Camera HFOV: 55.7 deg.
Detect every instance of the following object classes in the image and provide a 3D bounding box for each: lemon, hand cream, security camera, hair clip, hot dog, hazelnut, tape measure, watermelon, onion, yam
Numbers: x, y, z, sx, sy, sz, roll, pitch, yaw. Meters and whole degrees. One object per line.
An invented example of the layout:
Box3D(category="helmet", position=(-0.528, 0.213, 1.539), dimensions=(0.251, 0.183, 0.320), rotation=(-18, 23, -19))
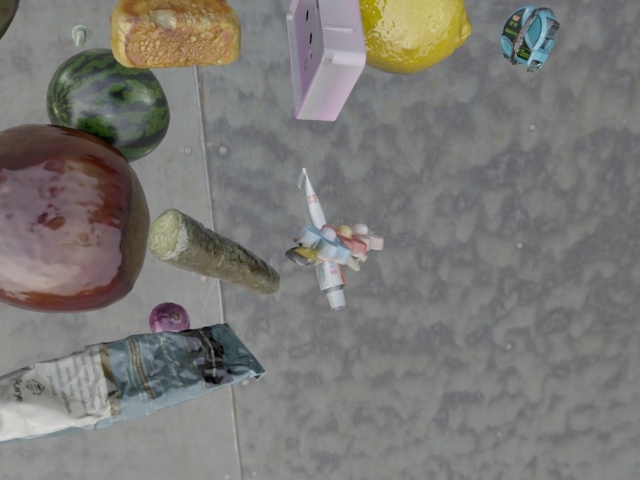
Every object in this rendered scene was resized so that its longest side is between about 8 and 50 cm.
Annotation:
Box3D(category="lemon", position=(0.129, -0.379, 1.004), dimensions=(0.260, 0.204, 0.204), rotation=(13, 110, -11))
Box3D(category="hand cream", position=(-0.002, 0.001, 0.906), dimensions=(0.038, 0.216, 0.052), rotation=(-1, 160, -43))
Box3D(category="security camera", position=(-0.651, -0.553, 1.654), dimensions=(0.058, 0.092, 0.058), rotation=(-9, 125, -13))
Box3D(category="hair clip", position=(0.023, 0.004, 0.639), dimensions=(0.062, 0.214, 0.056), rotation=(26, 94, 19))
Box3D(category="hot dog", position=(-0.296, -0.432, 1.219), dimensions=(0.256, 0.153, 0.150), rotation=(-10, 140, -23))
Box3D(category="hazelnut", position=(-0.555, -0.048, 1.256), dimensions=(0.352, 0.421, 0.421), rotation=(-23, 122, 40))
Box3D(category="tape measure", position=(0.491, -0.487, 1.441), dimensions=(0.081, 0.125, 0.146), rotation=(1, 125, -35))
Box3D(category="hand cream", position=(-0.174, 0.124, 0.534), dimensions=(0.247, 0.075, 0.052), rotation=(-7, 149, -38))
Box3D(category="watermelon", position=(-0.529, -0.329, 1.512), dimensions=(0.285, 0.285, 0.285), rotation=(-4, 113, -9))
Box3D(category="onion", position=(-0.413, 0.224, 1.653), dimensions=(0.115, 0.115, 0.104), rotation=(20, 147, -18))
Box3D(category="yam", position=(-0.119, 0.024, 0.753), dimensions=(0.061, 0.061, 0.274), rotation=(-39, 157, 7))

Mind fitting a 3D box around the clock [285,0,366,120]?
Box3D(category="clock", position=(0.003, -0.289, 0.856), dimensions=(0.063, 0.197, 0.150), rotation=(1, 156, -18))

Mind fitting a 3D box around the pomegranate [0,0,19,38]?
Box3D(category="pomegranate", position=(-0.428, -0.250, 0.525), dimensions=(0.290, 0.323, 0.291), rotation=(7, 144, 5))
